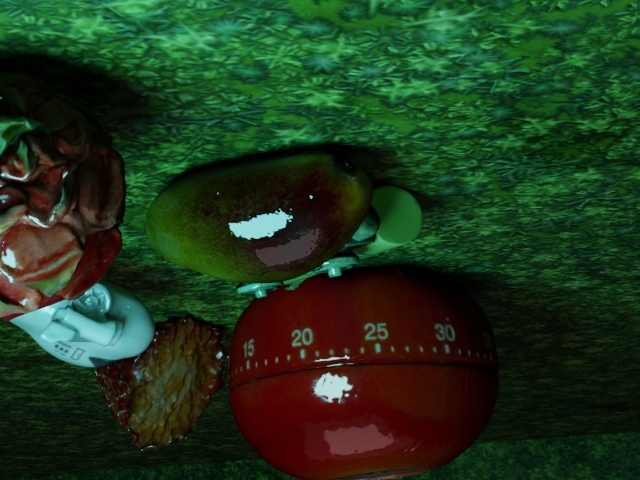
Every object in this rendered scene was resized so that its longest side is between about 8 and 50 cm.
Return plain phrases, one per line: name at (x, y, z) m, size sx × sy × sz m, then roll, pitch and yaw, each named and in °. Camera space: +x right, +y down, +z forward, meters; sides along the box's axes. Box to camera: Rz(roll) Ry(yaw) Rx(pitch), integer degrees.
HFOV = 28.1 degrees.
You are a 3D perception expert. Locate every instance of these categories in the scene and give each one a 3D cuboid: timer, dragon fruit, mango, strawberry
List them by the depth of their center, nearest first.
dragon fruit at (-0.285, -0.030, 1.113) m, size 0.234 × 0.234 × 0.293 m, roll 5°, pitch 158°, yaw -19°
mango at (-0.069, -0.019, 1.318) m, size 0.267 × 0.111 × 0.133 m, roll -10°, pitch 122°, yaw 27°
timer at (0.060, 0.193, 1.779) m, size 0.378 × 0.279 × 0.378 m, roll -4°, pitch 163°, yaw -1°
strawberry at (-0.271, 0.199, 2.024) m, size 0.178 × 0.234 × 0.234 m, roll 22°, pitch 179°, yaw 36°

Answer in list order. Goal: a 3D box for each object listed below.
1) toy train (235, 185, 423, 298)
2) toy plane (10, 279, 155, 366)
toy train at (0.000, 0.000, 1.460) m, size 0.157 × 0.105 × 0.253 m, roll -6°, pitch 170°, yaw -42°
toy plane at (-0.333, 0.082, 1.587) m, size 0.267 × 0.122 × 0.267 m, roll 21°, pitch -177°, yaw -1°
